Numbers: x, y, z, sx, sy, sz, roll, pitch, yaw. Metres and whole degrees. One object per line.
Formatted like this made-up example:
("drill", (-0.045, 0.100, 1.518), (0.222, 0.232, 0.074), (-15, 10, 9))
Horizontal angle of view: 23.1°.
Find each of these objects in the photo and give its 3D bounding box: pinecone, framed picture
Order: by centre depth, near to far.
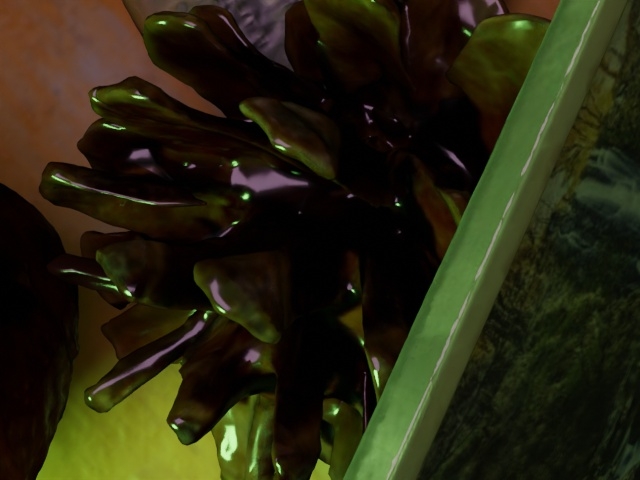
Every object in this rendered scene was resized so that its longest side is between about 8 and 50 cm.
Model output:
("framed picture", (0.120, 0.008, 0.586), (0.020, 0.240, 0.324), (25, 90, 36))
("pinecone", (-0.002, 0.001, 0.621), (0.201, 0.202, 0.228), (-13, 115, -30))

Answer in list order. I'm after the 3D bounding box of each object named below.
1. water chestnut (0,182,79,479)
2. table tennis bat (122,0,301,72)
("water chestnut", (-0.247, 0.054, 0.644), (0.289, 0.244, 0.289), (0, 88, 8))
("table tennis bat", (0.042, -0.192, 0.709), (0.321, 0.050, 0.198), (-38, 80, 10))
